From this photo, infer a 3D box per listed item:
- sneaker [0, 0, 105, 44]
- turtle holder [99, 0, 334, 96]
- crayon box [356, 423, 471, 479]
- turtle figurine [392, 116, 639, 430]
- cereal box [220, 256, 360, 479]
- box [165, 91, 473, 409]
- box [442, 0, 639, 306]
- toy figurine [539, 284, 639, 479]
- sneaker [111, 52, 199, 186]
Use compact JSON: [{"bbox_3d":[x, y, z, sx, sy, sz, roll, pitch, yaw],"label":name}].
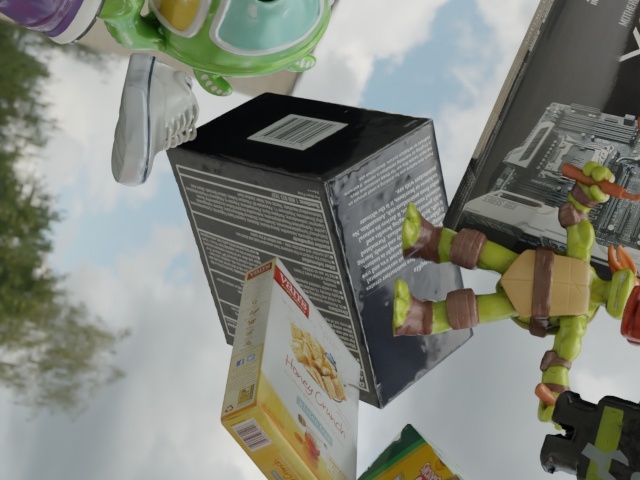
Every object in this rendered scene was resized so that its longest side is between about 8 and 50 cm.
[{"bbox_3d":[-0.233,-0.335,1.066,0.107,0.124,0.283,10,-100,48],"label":"sneaker"},{"bbox_3d":[-0.137,-0.359,1.563,0.227,0.320,0.243,104,-7,-61],"label":"turtle holder"},{"bbox_3d":[0.093,0.300,1.127,0.165,0.081,0.278,-48,-167,-2],"label":"crayon box"},{"bbox_3d":[0.174,0.024,0.943,0.087,0.217,0.269,42,56,-79],"label":"turtle figurine"},{"bbox_3d":[-0.022,0.147,1.128,0.047,0.173,0.240,-26,-152,19],"label":"cereal box"},{"bbox_3d":[0.000,0.000,1.378,0.296,0.183,0.294,17,-51,46],"label":"box"},{"bbox_3d":[0.275,-0.098,0.986,0.076,0.242,0.307,-83,-164,-74],"label":"box"},{"bbox_3d":[0.241,0.153,0.728,0.148,0.209,0.213,15,-57,29],"label":"toy figurine"},{"bbox_3d":[-0.181,-0.141,1.301,0.258,0.091,0.094,-96,-160,-55],"label":"sneaker"}]
